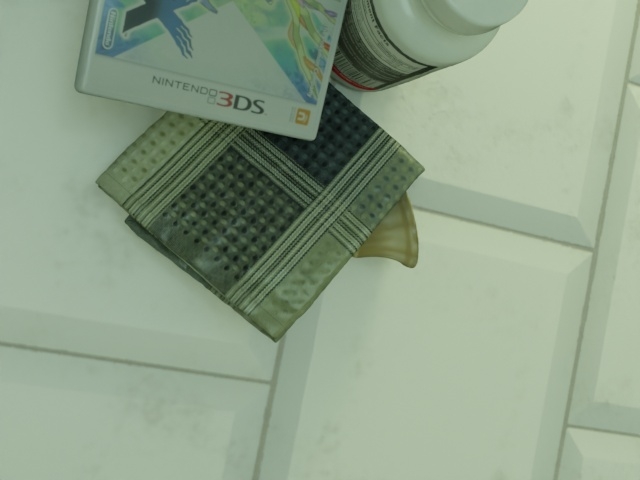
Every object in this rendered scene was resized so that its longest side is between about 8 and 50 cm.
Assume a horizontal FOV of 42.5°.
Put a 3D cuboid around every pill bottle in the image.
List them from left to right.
[{"bbox_3d":[0.121,-0.297,1.036,0.176,0.318,0.176,0,91,-22],"label":"pill bottle"}]

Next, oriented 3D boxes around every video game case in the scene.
[{"bbox_3d":[-0.102,-0.301,0.945,0.300,0.036,0.328,8,100,-30],"label":"video game case"}]

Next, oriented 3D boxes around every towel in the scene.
[{"bbox_3d":[-0.075,-0.079,1.064,0.312,0.056,0.324,41,72,3],"label":"towel"}]

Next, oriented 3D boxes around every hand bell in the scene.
[{"bbox_3d":[0.000,0.000,1.129,0.242,0.126,0.126,-11,95,-7],"label":"hand bell"}]
